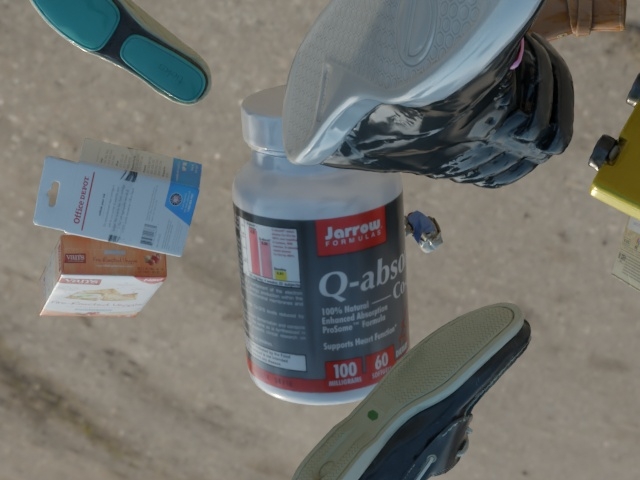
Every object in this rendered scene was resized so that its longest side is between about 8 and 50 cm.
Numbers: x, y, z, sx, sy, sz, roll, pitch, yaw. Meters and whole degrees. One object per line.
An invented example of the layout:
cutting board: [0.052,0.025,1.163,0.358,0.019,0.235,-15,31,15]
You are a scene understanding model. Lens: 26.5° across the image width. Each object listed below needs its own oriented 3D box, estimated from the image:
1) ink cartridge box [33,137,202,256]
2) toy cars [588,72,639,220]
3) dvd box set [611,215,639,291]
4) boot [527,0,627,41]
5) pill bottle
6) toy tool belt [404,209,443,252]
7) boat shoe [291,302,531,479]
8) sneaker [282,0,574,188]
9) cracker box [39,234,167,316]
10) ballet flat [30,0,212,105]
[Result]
ink cartridge box: [-0.239,-0.055,1.603,0.180,0.060,0.104,13,123,-10]
toy cars: [0.344,0.006,1.257,0.176,0.394,0.087,-7,147,-10]
dvd box set: [0.503,-0.122,1.765,0.062,0.420,0.307,14,-174,-6]
boot: [0.294,-0.391,1.764,0.220,0.283,0.109,0,163,19]
pill bottle: [0.000,0.000,1.672,0.210,0.210,0.363,7,114,28]
toy tool belt: [0.153,-0.023,2.112,0.051,0.052,0.083,41,-169,-52]
boat shoe: [0.081,0.143,1.066,0.079,0.233,0.084,44,-179,-23]
sneaker: [0.089,-0.102,0.730,0.147,0.105,0.296,4,167,-18]
cracker box: [-0.332,0.057,2.055,0.155,0.067,0.232,2,161,-19]
ballet flat: [-0.230,-0.245,1.570,0.248,0.086,0.086,37,152,-18]
